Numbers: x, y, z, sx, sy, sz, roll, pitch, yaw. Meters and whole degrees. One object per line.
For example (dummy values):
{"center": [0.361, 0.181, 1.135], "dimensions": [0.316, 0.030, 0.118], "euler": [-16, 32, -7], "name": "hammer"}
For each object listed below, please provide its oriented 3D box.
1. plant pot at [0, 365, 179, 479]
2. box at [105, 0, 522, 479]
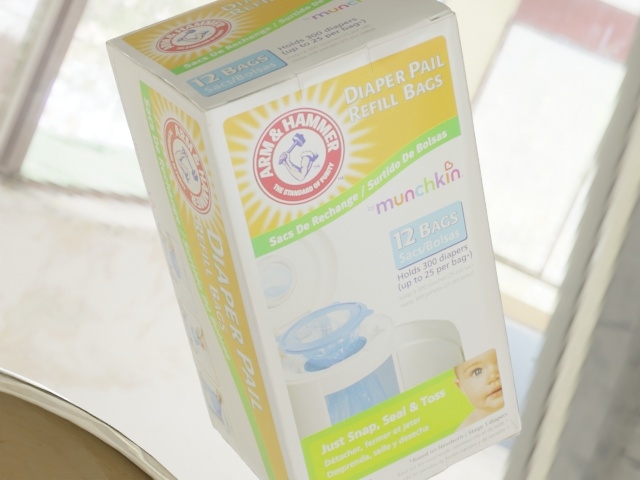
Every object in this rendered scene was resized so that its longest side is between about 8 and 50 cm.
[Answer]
{"center": [-0.173, 0.149, 0.459], "dimensions": [0.284, 0.284, 0.191], "euler": [19, -179, -28], "name": "plant pot"}
{"center": [0.000, 0.000, 0.643], "dimensions": [0.114, 0.203, 0.103], "euler": [-23, -150, -19], "name": "box"}
